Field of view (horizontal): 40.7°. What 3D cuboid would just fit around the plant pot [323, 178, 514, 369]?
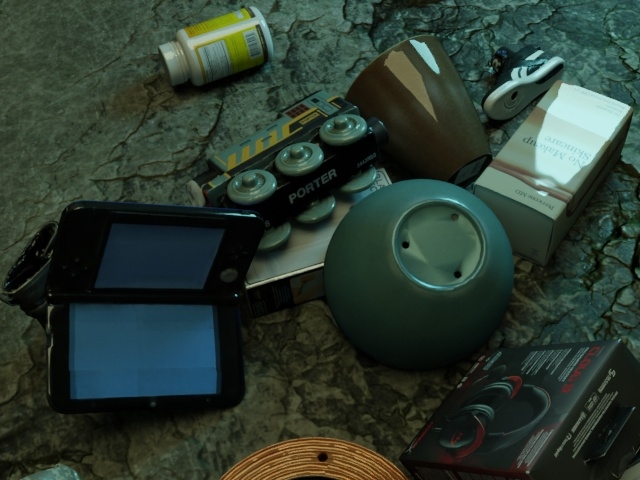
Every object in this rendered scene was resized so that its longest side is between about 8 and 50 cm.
[{"bbox_3d":[0.155,0.031,1.246,0.290,0.195,0.290,1,75,-4],"label":"plant pot"}]

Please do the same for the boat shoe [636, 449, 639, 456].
[{"bbox_3d":[0.424,0.281,1.132,0.335,0.119,0.121,-39,58,-23],"label":"boat shoe"}]

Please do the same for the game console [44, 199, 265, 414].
[{"bbox_3d":[-0.224,0.095,1.210,0.293,0.250,0.173,2,42,-28],"label":"game console"}]

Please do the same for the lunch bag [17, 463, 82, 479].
[{"bbox_3d":[-0.337,0.443,1.017,0.256,0.212,0.305,-33,56,-19],"label":"lunch bag"}]

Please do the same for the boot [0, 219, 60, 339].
[{"bbox_3d":[-0.366,0.047,1.327,0.091,0.229,0.263,15,54,20],"label":"boot"}]

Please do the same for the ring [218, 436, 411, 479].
[{"bbox_3d":[-0.012,0.416,1.125,0.337,0.032,0.336,-3,51,4],"label":"ring"}]

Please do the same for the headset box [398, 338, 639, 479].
[{"bbox_3d":[0.268,0.239,1.076,0.218,0.293,0.110,-45,102,-26],"label":"headset box"}]

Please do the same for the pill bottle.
[{"bbox_3d":[-0.212,-0.384,1.733,0.215,0.117,0.117,-21,52,-12],"label":"pill bottle"}]

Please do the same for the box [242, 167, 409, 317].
[{"bbox_3d":[0.000,0.000,1.422,0.290,0.087,0.169,-16,52,-7],"label":"box"}]

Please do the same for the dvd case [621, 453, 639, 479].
[{"bbox_3d":[0.409,0.394,1.033,0.180,0.022,0.253,-24,82,-14],"label":"dvd case"}]

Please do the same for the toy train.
[{"bbox_3d":[-0.055,-0.117,1.387,0.334,0.142,0.190,-33,43,-18],"label":"toy train"}]

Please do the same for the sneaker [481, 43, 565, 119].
[{"bbox_3d":[0.354,-0.308,1.649,0.217,0.079,0.121,-31,51,-28],"label":"sneaker"}]

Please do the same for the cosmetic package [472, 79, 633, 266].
[{"bbox_3d":[0.388,-0.119,1.453,0.153,0.129,0.296,27,59,23],"label":"cosmetic package"}]

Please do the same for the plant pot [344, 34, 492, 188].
[{"bbox_3d":[0.191,-0.201,1.509,0.215,0.215,0.230,-29,68,-17],"label":"plant pot"}]
